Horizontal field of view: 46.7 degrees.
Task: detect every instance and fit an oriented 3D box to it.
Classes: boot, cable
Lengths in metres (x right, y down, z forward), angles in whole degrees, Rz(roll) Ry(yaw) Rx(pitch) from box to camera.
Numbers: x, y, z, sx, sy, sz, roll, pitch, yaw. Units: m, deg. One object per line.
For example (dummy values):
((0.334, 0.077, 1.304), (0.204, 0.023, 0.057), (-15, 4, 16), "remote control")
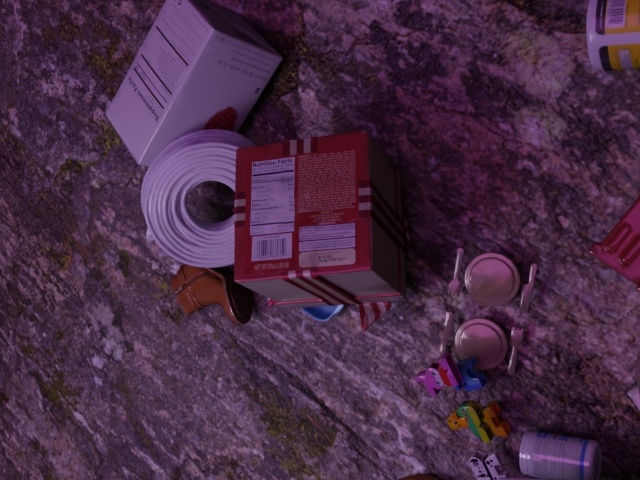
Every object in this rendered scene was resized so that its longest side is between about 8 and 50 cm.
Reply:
((-0.221, 0.112, 1.488), (0.152, 0.073, 0.197), (-39, 59, 26), "boot")
((-0.203, -0.075, 1.378), (0.256, 0.089, 0.257), (-2, 112, -7), "cable")

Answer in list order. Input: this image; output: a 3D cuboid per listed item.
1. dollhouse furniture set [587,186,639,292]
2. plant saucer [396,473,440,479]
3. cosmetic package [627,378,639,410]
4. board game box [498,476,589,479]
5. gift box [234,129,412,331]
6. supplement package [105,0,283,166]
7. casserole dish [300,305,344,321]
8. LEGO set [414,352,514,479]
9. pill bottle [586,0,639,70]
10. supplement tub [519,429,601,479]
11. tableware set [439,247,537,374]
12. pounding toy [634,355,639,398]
((0.533, -0.085, 0.916), (0.152, 0.201, 0.374), (44, 114, 24), "dollhouse furniture set")
((0.133, 0.469, 1.207), (0.199, 0.200, 0.037), (-26, 121, 31), "plant saucer")
((0.570, 0.174, 0.941), (0.296, 0.129, 0.153), (-38, 74, 27), "cosmetic package")
((0.417, 0.466, 0.988), (0.318, 0.066, 0.318), (-7, 110, 24), "board game box")
((0.000, 0.000, 1.205), (0.254, 0.258, 0.277), (-1, 76, 19), "gift box")
((-0.244, -0.292, 1.414), (0.293, 0.177, 0.175), (-55, 53, 22), "supplement package")
((-0.018, 0.068, 1.374), (0.188, 0.037, 0.114), (36, 109, 26), "casserole dish")
((0.227, 0.276, 1.185), (0.093, 0.087, 0.227), (-23, 97, 38), "LEGO set")
((0.477, -0.293, 0.996), (0.208, 0.119, 0.119), (5, 94, 33), "pill bottle")
((0.361, 0.327, 1.114), (0.107, 0.071, 0.071), (2, 92, 32), "supplement tub")
((0.268, 0.111, 1.190), (0.128, 0.039, 0.194), (13, 104, 20), "tableware set")
((0.492, 0.137, 0.819), (0.181, 0.094, 0.206), (28, 123, 1), "pounding toy")
